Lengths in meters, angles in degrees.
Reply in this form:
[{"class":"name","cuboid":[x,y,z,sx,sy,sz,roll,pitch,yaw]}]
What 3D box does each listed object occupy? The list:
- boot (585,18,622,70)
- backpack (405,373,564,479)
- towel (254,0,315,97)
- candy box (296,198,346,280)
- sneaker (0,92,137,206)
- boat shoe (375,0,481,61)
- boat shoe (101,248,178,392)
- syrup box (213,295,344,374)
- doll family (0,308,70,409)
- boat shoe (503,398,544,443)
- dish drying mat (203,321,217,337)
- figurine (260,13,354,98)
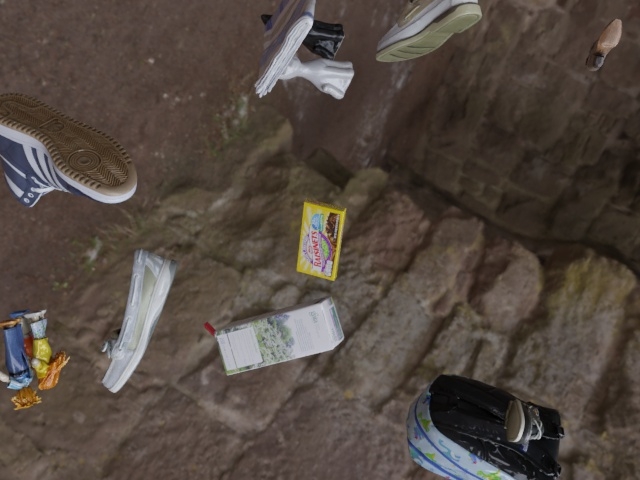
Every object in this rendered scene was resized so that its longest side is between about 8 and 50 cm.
[{"class":"boot","cuboid":[0.617,-0.430,1.554,0.087,0.042,0.118,-66,177,-68]},{"class":"backpack","cuboid":[0.393,0.491,1.782,0.273,0.355,0.290,-45,-162,46]},{"class":"towel","cuboid":[-0.069,-0.450,1.470,0.209,0.034,0.285,-48,-153,39]},{"class":"candy box","cuboid":[0.000,0.000,1.778,0.027,0.105,0.206,-54,155,-56]},{"class":"sneaker","cuboid":[-0.384,-0.099,1.069,0.099,0.282,0.153,-41,154,-40]},{"class":"boat shoe","cuboid":[0.236,-0.496,1.603,0.113,0.103,0.302,-6,174,-39]},{"class":"boat shoe","cuboid":[-0.410,0.175,1.541,0.118,0.103,0.320,-114,-132,-76]},{"class":"syrup box","cuboid":[-0.081,0.189,1.416,0.096,0.237,0.093,-20,93,-76]},{"class":"doll family","cuboid":[-0.554,0.223,1.321,0.263,0.118,0.163,-45,129,-83]},{"class":"boat shoe","cuboid":[0.429,0.379,1.474,0.233,0.079,0.084,27,80,-75]},{"class":"dish drying mat","cuboid":[-0.299,0.266,2.014,0.008,0.083,0.032,-46,180,14]},{"class":"figurine","cuboid":[-0.039,-0.461,1.745,0.092,0.209,0.215,-49,-136,48]}]
